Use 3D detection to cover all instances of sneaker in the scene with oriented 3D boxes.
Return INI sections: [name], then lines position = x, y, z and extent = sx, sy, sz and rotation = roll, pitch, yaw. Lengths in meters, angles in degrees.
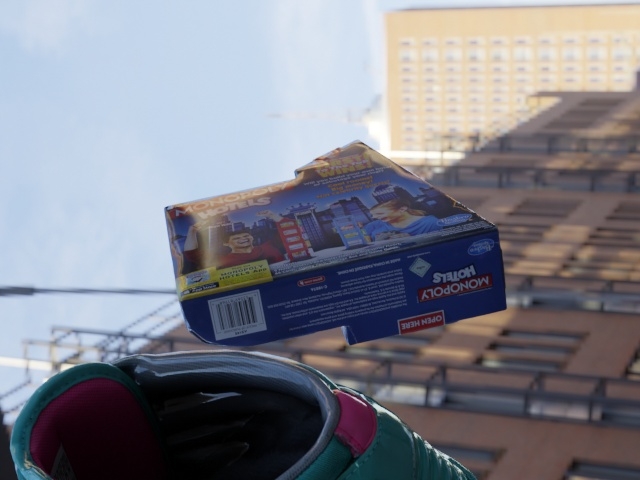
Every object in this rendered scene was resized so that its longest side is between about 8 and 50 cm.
[sneaker]
position = -0.080, 0.142, 0.491
extent = 0.178, 0.295, 0.124
rotation = 56, -172, -28

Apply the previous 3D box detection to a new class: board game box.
[board game box]
position = 0.000, 0.000, 0.833
extent = 0.194, 0.194, 0.060
rotation = -112, 11, -65
